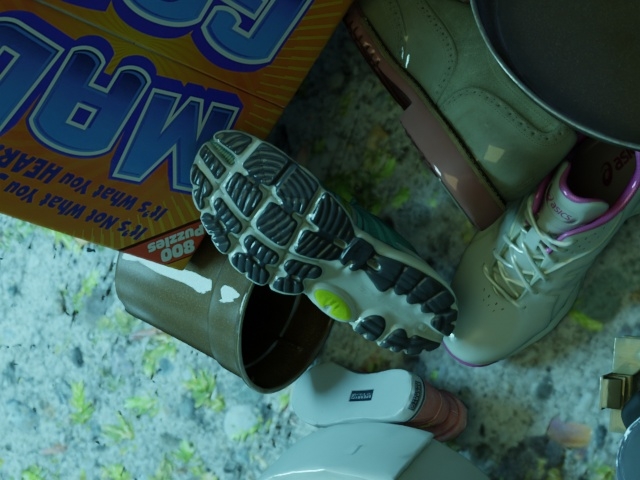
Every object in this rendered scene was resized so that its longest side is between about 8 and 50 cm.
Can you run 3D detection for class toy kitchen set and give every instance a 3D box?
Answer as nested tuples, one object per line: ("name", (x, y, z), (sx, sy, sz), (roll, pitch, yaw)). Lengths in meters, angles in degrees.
("toy kitchen set", (0.285, 0.129, 1.533), (0.075, 0.068, 0.083), (5, 93, 23))

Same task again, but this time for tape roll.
("tape roll", (0.047, 0.307, 1.574), (0.286, 0.100, 0.286), (11, 114, 24))

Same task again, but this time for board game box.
("board game box", (-0.238, -0.249, 1.536), (0.356, 0.356, 0.356), (-57, 45, 13))

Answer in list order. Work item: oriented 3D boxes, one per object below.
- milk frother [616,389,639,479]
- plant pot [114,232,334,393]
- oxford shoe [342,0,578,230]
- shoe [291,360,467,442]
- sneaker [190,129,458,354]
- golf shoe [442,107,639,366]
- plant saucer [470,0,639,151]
("milk frother", (0.296, 0.212, 1.493), (0.129, 0.135, 0.143), (37, 103, 51))
("plant pot", (-0.091, 0.037, 1.653), (0.165, 0.167, 0.167), (20, 98, 29))
("oxford shoe", (0.112, -0.165, 1.555), (0.130, 0.123, 0.348), (-34, 56, 8))
("shoe", (0.054, 0.155, 1.637), (0.178, 0.081, 0.063), (-5, 62, 51))
("sneaker", (0.000, 0.000, 1.537), (0.275, 0.110, 0.107), (38, 107, -17))
("golf shoe", (0.196, -0.013, 1.534), (0.115, 0.140, 0.306), (42, 107, 16))
("plant saucer", (0.271, -0.190, 1.467), (0.311, 0.050, 0.310), (3, 59, -6))
